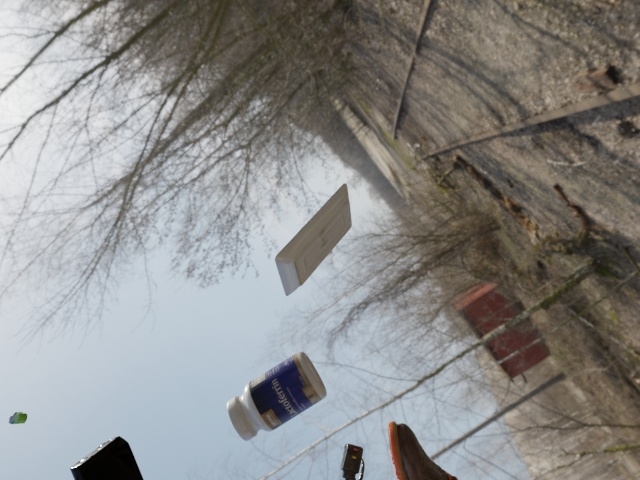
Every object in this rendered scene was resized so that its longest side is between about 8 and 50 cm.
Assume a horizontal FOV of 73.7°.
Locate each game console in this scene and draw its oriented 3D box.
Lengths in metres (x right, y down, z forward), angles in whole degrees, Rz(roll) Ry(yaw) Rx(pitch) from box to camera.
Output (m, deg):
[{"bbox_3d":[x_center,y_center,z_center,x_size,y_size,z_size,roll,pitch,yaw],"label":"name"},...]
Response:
[{"bbox_3d":[-0.502,0.590,0.870,0.213,0.044,0.361,68,-159,-1],"label":"game console"}]

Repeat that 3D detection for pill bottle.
[{"bbox_3d":[-0.127,0.453,1.242,0.153,0.265,0.153,58,176,6],"label":"pill bottle"}]

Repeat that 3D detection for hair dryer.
[{"bbox_3d":[0.081,0.543,0.785,0.223,0.080,0.293,76,-164,-51],"label":"hair dryer"}]

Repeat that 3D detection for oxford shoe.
[{"bbox_3d":[0.184,0.370,0.630,0.271,0.098,0.097,60,-167,-11],"label":"oxford shoe"}]

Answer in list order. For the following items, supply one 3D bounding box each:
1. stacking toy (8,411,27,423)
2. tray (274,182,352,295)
[{"bbox_3d":[-0.797,0.446,0.947,0.167,0.221,0.052,34,-158,-54],"label":"stacking toy"},{"bbox_3d":[0.000,0.000,0.990,0.030,0.270,0.145,24,146,28],"label":"tray"}]
